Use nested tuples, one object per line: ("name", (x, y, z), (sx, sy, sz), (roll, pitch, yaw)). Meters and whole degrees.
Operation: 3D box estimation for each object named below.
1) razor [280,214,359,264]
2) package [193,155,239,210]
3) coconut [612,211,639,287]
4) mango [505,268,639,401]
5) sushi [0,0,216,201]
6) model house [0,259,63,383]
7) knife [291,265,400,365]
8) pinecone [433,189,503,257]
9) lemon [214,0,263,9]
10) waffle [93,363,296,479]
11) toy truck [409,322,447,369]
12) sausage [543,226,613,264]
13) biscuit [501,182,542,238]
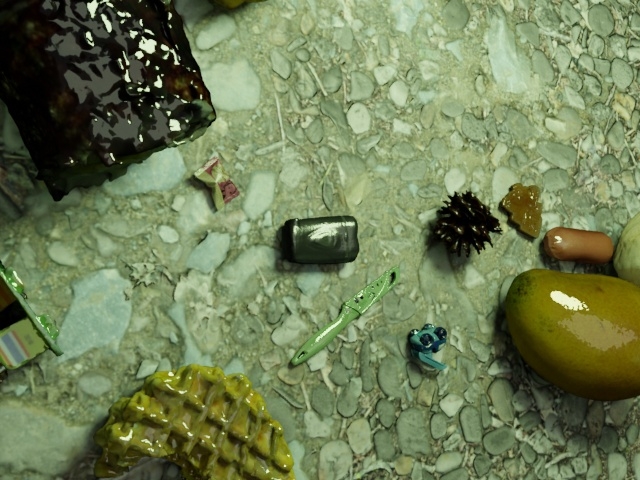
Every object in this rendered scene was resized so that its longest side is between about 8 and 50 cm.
("razor", (0.000, 0.000, 1.339), (0.148, 0.054, 0.090), (-2, 84, -26))
("package", (-0.181, -0.100, 1.278), (0.059, 0.029, 0.083), (-44, 113, -32))
("coconut", (0.818, 0.074, 1.612), (0.329, 0.329, 0.329), (4, 81, -26))
("mango", (0.552, 0.189, 1.505), (0.378, 0.221, 0.264), (23, 78, -11))
("sushi", (-0.330, -0.245, 1.085), (0.299, 0.281, 0.294), (-24, 94, -13))
("model house", (-0.564, 0.079, 0.951), (0.313, 0.242, 0.357), (-34, 100, -23))
("knife", (0.051, 0.138, 1.366), (0.293, 0.020, 0.043), (-36, 98, -26))
("pinecone", (0.289, -0.031, 1.449), (0.140, 0.140, 0.121), (42, 95, -16))
("lemon", (-0.111, -0.549, 1.254), (0.245, 0.245, 0.320), (26, 82, -21))
("waffle", (-0.187, 0.347, 1.148), (0.261, 0.151, 0.324), (-43, 106, -30))
("toy truck", (0.216, 0.213, 1.423), (0.073, 0.056, 0.090), (-18, 105, -23))
("sausage", (0.576, 0.012, 1.617), (0.194, 0.077, 0.077), (5, 81, -26))
("biscuit", (0.447, -0.063, 1.591), (0.119, 0.019, 0.130), (-21, 92, -28))
